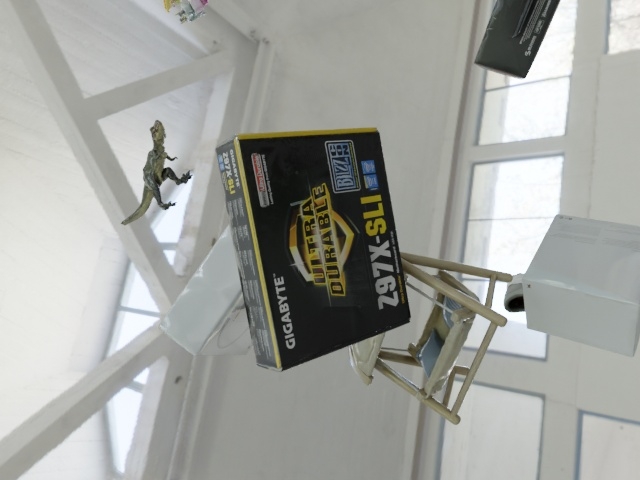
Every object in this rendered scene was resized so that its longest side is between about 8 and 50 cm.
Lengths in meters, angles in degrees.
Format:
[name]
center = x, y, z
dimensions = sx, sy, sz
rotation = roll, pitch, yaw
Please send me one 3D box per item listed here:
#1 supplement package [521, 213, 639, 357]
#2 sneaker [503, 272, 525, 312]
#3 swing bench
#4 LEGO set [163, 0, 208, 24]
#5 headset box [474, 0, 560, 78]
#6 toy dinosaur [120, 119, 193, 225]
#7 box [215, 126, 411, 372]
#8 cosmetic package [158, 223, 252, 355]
[supplement package]
center = 0.525, 0.078, 0.933
dimensions = 0.203, 0.194, 0.149
rotation = -48, -47, -31
[sneaker]
center = 0.565, 0.129, 1.155
dimensions = 0.100, 0.271, 0.108
rotation = 52, -127, -13
[swing bench]
center = 0.184, 0.156, 0.901
dimensions = 0.165, 0.254, 0.253
rotation = -46, -28, -57
[LEGO set]
center = -0.286, -0.546, 0.871
dimensions = 0.107, 0.132, 0.287
rotation = -35, -64, -13
[headset box]
center = 0.411, -0.451, 0.987
dimensions = 0.293, 0.110, 0.218
rotation = -38, -31, -64
[toy dinosaur]
center = -0.370, -0.134, 1.108
dimensions = 0.268, 0.118, 0.064
rotation = -67, -16, 15
[box]
center = 0.000, 0.000, 0.730
dimensions = 0.257, 0.079, 0.322
rotation = -11, -87, -37
[cosmetic package]
center = -0.117, 0.047, 0.959
dimensions = 0.377, 0.097, 0.284
rotation = -56, -12, -6
